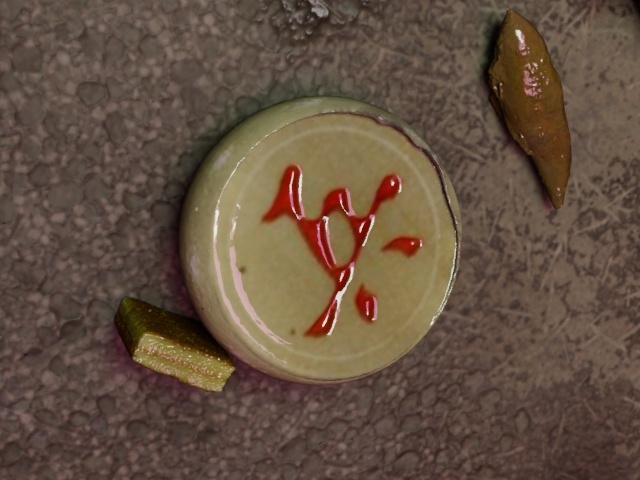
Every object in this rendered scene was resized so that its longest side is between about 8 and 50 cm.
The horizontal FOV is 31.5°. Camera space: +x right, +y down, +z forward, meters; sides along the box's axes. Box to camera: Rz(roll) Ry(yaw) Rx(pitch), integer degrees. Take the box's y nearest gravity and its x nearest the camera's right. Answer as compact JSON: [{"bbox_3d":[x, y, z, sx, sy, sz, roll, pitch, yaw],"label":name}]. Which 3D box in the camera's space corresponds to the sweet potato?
[{"bbox_3d":[0.196,-0.120,1.049,0.068,0.060,0.206,-13,115,26],"label":"sweet potato"}]

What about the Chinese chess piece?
[{"bbox_3d":[0.000,0.000,0.981,0.249,0.103,0.250,-3,97,-22],"label":"Chinese chess piece"}]

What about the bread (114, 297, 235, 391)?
[{"bbox_3d":[-0.128,0.089,0.981,0.090,0.094,0.035,24,97,-24],"label":"bread"}]
